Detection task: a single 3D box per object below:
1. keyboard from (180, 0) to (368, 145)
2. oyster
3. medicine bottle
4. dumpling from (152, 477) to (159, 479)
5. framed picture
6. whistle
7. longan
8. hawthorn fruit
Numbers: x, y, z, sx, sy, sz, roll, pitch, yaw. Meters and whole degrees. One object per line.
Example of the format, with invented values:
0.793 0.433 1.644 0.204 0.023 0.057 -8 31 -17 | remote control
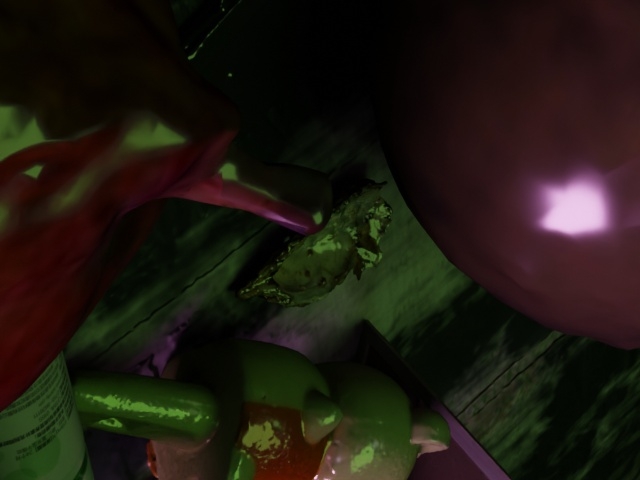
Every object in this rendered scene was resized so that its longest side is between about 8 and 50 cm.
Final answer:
0.014 -0.181 0.980 0.309 0.018 0.101 -49 146 -14 | keyboard
-0.001 0.000 1.089 0.132 0.029 0.086 -9 116 -44 | oyster
-0.179 0.082 0.878 0.086 0.086 0.183 -36 140 -30 | medicine bottle
-0.050 0.248 1.121 0.247 0.142 0.172 40 52 -21 | dumpling
0.068 0.199 1.138 0.014 0.252 0.197 2 116 -28 | framed picture
-0.043 0.121 1.031 0.288 0.131 0.106 12 69 -37 | whistle
0.254 -0.129 0.992 0.436 0.404 0.404 -54 146 4 | longan
-0.200 -0.056 0.553 0.308 0.325 0.308 -18 124 -30 | hawthorn fruit
